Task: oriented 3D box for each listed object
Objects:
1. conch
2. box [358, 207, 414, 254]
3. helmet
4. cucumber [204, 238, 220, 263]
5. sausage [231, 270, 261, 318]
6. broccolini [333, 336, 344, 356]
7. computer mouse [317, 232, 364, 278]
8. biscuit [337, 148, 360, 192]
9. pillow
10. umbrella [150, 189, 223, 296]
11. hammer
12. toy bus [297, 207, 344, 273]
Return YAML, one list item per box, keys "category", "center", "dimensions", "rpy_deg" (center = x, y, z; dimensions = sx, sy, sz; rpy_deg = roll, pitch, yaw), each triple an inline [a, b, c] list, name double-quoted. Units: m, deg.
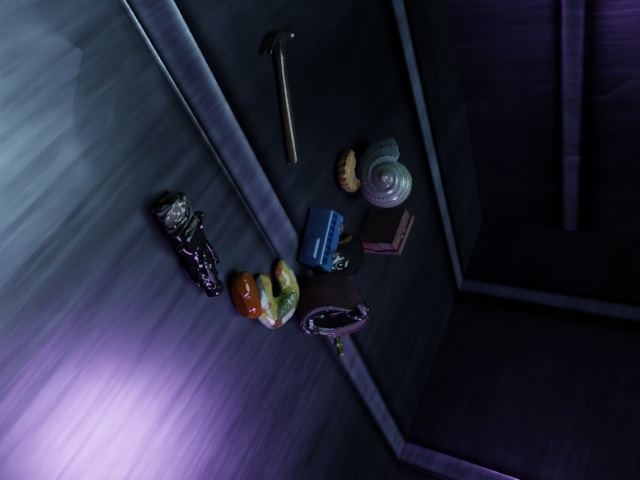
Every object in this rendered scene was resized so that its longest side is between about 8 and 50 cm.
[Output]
- category: "conch"
  center: [0.264, -0.288, 2.294]
  dimensions: [0.319, 0.215, 0.303]
  rpy_deg: [154, -78, -82]
- category: "box"
  center: [0.297, -0.048, 2.412]
  dimensions: [0.086, 0.215, 0.215]
  rpy_deg: [47, 58, -41]
- category: "helmet"
  center: [0.039, 0.243, 2.036]
  dimensions: [0.338, 0.270, 0.197]
  rpy_deg: [34, 38, -57]
- category: "cucumber"
  center: [-0.334, 0.024, 1.547]
  dimensions: [0.034, 0.033, 0.135]
  rpy_deg: [-60, 144, -42]
- category: "sausage"
  center: [-0.240, 0.182, 1.694]
  dimensions: [0.089, 0.089, 0.179]
  rpy_deg: [-42, 126, -47]
- category: "broccolini"
  center: [0.086, 0.438, 2.325]
  dimensions: [0.058, 0.067, 0.216]
  rpy_deg: [-25, 127, -10]
- category: "computer mouse"
  center: [0.098, 0.073, 2.206]
  dimensions: [0.323, 0.116, 0.183]
  rpy_deg: [-26, 115, -54]
- category: "biscuit"
  center: [0.108, -0.286, 2.187]
  dimensions: [0.118, 0.061, 0.183]
  rpy_deg: [-34, 123, -49]
- category: "pillow"
  center: [-0.159, 0.194, 1.846]
  dimensions: [0.233, 0.086, 0.214]
  rpy_deg: [-33, 114, -49]
- category: "umbrella"
  center: [-0.345, 0.023, 1.460]
  dimensions: [0.113, 0.106, 0.358]
  rpy_deg: [-58, 142, -40]
- category: "hammer"
  center: [-0.114, -0.481, 1.784]
  dimensions: [0.168, 0.044, 0.440]
  rpy_deg: [-39, 129, -50]
- category: "toy bus"
  center: [0.000, 0.000, 2.023]
  dimensions: [0.133, 0.116, 0.234]
  rpy_deg: [31, 70, -60]
